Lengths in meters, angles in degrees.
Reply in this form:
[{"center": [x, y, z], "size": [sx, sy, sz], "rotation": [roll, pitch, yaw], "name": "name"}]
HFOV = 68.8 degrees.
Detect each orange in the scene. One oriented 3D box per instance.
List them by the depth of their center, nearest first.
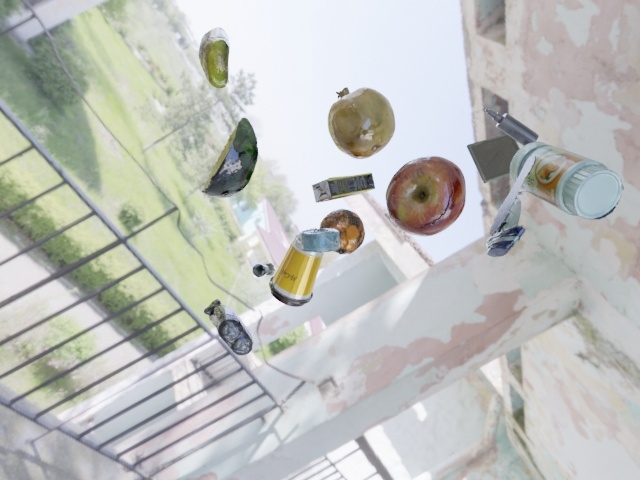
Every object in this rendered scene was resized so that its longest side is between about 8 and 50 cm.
[{"center": [0.110, -0.044, 2.340], "size": [0.235, 0.234, 0.182], "rotation": [61, 1, 5], "name": "orange"}]

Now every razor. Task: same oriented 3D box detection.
[{"center": [-0.381, 0.356, 1.954], "size": [0.189, 0.107, 0.326], "rotation": [57, -16, -20], "name": "razor"}]

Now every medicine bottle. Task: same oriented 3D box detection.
[{"center": [0.702, -0.178, 1.357], "size": [0.158, 0.158, 0.318], "rotation": [62, 2, -24], "name": "medicine bottle"}, {"center": [0.645, -0.392, 1.595], "size": [0.199, 0.058, 0.057], "rotation": [34, -2, 1], "name": "medicine bottle"}]

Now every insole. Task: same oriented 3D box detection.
[{"center": [0.552, -0.127, 1.344], "size": [0.005, 0.254, 0.086], "rotation": [24, 15, -1], "name": "insole"}]

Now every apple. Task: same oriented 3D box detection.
[{"center": [0.355, -0.144, 1.550], "size": [0.251, 0.272, 0.206], "rotation": [30, 13, 28], "name": "apple"}]

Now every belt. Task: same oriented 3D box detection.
[{"center": [-0.002, 0.001, 1.608], "size": [0.163, 0.147, 0.082], "rotation": [-16, 107, -58], "name": "belt"}]

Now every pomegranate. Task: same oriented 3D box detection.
[{"center": [0.165, -0.514, 2.013], "size": [0.320, 0.318, 0.319], "rotation": [61, -2, 3], "name": "pomegranate"}]

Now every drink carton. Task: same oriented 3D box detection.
[{"center": [0.063, -0.143, 1.238], "size": [0.071, 0.165, 0.056], "rotation": [-9, -85, 50], "name": "drink carton"}]

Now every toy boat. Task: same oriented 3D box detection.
[{"center": [0.704, -0.057, 1.780], "size": [0.070, 0.292, 0.210], "rotation": [29, -42, -7], "name": "toy boat"}]

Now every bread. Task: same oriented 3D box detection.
[{"center": [-0.392, -0.680, 1.723], "size": [0.384, 0.112, 0.167], "rotation": [-111, -155, -56], "name": "bread"}]

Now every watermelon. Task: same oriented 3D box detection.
[{"center": [-0.288, -0.234, 1.477], "size": [0.123, 0.301, 0.129], "rotation": [12, 39, -39], "name": "watermelon"}]

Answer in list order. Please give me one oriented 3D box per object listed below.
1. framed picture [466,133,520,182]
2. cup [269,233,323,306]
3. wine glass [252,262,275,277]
[{"center": [0.793, -0.374, 2.081], "size": [0.189, 0.259, 0.023], "rotation": [67, -19, 8], "name": "framed picture"}, {"center": [-0.091, 0.126, 1.940], "size": [0.196, 0.280, 0.196], "rotation": [20, 22, -9], "name": "cup"}, {"center": [-0.289, 0.150, 2.399], "size": [0.072, 0.072, 0.155], "rotation": [61, 11, 8], "name": "wine glass"}]
